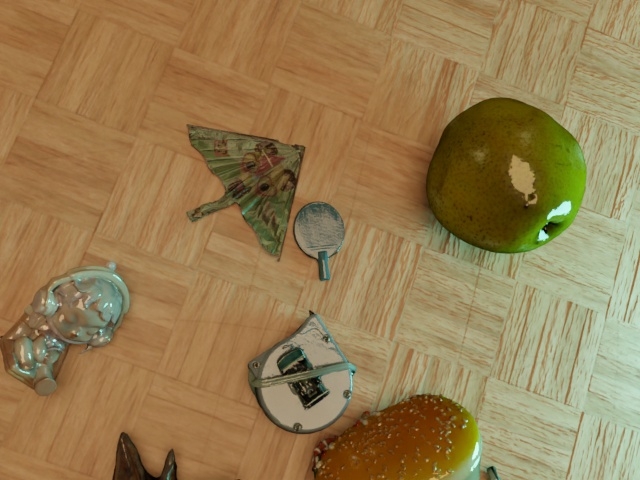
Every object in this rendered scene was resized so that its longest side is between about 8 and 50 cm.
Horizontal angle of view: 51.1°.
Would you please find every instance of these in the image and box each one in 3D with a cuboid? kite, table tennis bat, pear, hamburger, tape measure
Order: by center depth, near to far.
[{"bbox_3d":[0.131,0.377,1.135,0.295,0.227,0.152,-20,106,-15],"label":"hamburger"},{"bbox_3d":[-0.029,0.250,1.193,0.182,0.107,0.181,-38,80,-16],"label":"tape measure"},{"bbox_3d":[0.342,-0.111,1.234,0.293,0.294,0.295,2,79,-8],"label":"pear"},{"bbox_3d":[0.000,0.000,1.289,0.100,0.019,0.155,-6,79,-10],"label":"table tennis bat"},{"bbox_3d":[-0.139,-0.113,1.292,0.267,0.013,0.323,-35,84,-14],"label":"kite"}]

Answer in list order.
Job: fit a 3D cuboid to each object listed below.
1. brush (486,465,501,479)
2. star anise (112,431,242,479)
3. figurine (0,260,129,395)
[{"bbox_3d":[0.377,0.555,1.224,0.060,0.068,0.297,-35,82,9],"label":"brush"},{"bbox_3d":[-0.273,0.499,1.111,0.349,0.109,0.293,17,84,6],"label":"star anise"},{"bbox_3d":[-0.423,0.137,1.135,0.237,0.163,0.141,-44,46,-15],"label":"figurine"}]
